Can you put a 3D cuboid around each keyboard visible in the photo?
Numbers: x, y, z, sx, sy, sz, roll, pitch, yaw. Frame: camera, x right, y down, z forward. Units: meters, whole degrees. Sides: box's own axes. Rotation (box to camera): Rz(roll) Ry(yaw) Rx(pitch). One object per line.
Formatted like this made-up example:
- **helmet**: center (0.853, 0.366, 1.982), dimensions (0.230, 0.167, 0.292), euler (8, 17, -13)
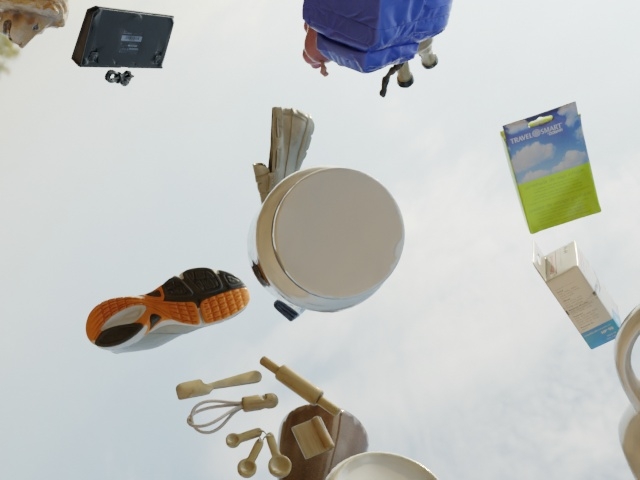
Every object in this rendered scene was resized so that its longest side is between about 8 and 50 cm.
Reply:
- **keyboard**: center (-0.266, -0.260, 1.052), dimensions (0.023, 0.180, 0.108), euler (27, -69, 18)

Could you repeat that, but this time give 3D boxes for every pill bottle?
- **pill bottle**: center (0.000, 0.000, 0.896), dimensions (0.278, 0.162, 0.162), euler (157, -46, -82)

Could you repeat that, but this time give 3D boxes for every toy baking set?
- **toy baking set**: center (-0.098, 0.267, 1.234), dimensions (0.256, 0.197, 0.030), euler (35, -42, 25)

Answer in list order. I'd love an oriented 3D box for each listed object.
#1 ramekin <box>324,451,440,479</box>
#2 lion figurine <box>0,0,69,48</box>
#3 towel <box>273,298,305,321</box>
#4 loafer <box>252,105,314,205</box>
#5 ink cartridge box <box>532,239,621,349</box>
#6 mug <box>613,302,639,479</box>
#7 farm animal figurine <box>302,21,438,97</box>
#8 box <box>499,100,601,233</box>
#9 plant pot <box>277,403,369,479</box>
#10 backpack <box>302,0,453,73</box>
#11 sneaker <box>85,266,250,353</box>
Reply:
- **ramekin**: center (0.106, 0.478, 1.310), dimensions (0.273, 0.273, 0.127), euler (-115, -148, -53)
- **lion figurine**: center (-0.564, -0.434, 1.351), dimensions (0.392, 0.240, 0.142), euler (-134, -126, -63)
- **towel**: center (-0.064, 0.145, 1.823), dimensions (0.029, 0.067, 0.119), euler (-54, 174, 22)
- **loafer**: center (-0.106, -0.149, 1.783), dimensions (0.112, 0.111, 0.319), euler (-154, -101, -77)
- **ink cartridge box**: center (0.419, 0.074, 1.274), dimensions (0.060, 0.180, 0.104), euler (-31, -167, 25)
- **mug**: center (0.549, 0.205, 1.012), dimensions (0.328, 0.374, 0.276), euler (-38, -169, 27)
- **farm animal figurine**: center (0.039, -0.362, 0.851), dimensions (0.330, 0.172, 0.327), euler (34, -98, 22)
- **box**: center (0.326, -0.106, 1.107), dimensions (0.109, 0.178, 0.042), euler (-19, -154, 8)
- **plant pot**: center (-0.011, 0.517, 1.717), dimensions (0.215, 0.215, 0.230), euler (-49, -170, 27)
- **backpack**: center (0.053, -0.204, 0.668), dimensions (0.098, 0.120, 0.101), euler (35, -44, 29)
- **sneaker**: center (-0.245, 0.121, 1.282), dimensions (0.121, 0.262, 0.099), euler (95, -19, -69)
